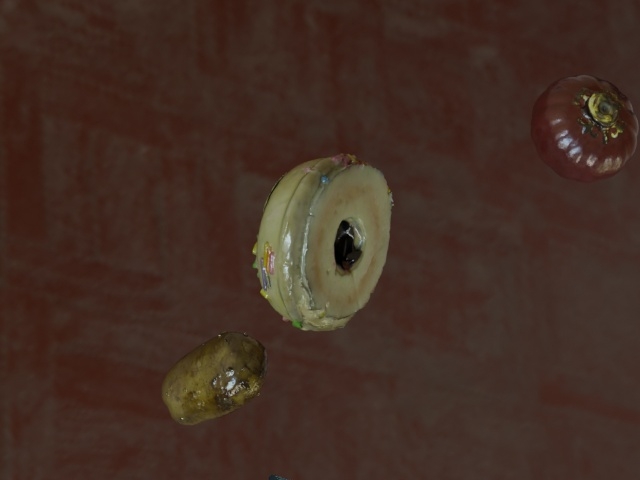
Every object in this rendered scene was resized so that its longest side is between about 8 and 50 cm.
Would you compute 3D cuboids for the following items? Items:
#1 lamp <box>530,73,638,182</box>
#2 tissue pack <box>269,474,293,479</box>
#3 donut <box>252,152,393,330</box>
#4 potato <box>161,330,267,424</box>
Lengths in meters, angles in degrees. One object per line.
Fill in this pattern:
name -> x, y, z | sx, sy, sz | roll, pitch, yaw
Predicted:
lamp -> 0.238, -0.101, 1.701 | 0.101, 0.090, 0.101 | 6, 68, -16
tissue pack -> -0.052, 0.252, 1.535 | 0.028, 0.138, 0.085 | 40, 10, 36
donut -> 0.000, 0.000, 1.745 | 0.174, 0.068, 0.175 | -28, 124, -52
potato -> -0.068, 0.090, 1.219 | 0.040, 0.083, 0.051 | 31, 41, -39
